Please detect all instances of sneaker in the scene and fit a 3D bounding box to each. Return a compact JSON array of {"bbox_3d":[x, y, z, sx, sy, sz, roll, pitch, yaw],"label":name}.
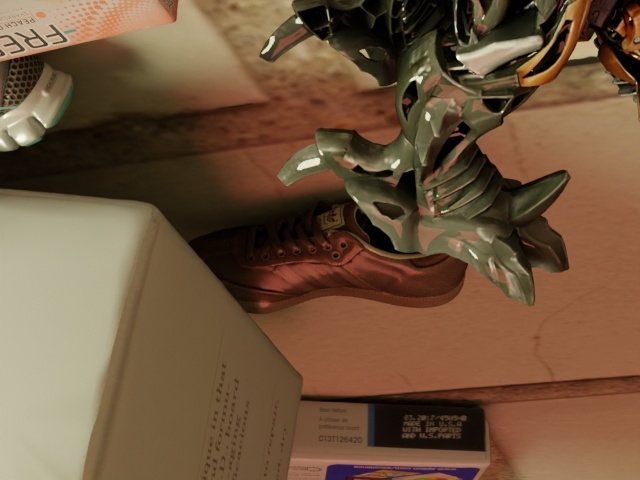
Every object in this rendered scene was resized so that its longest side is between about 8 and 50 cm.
[{"bbox_3d":[0.000,0.000,0.739,0.188,0.066,0.071,-1,134,-2],"label":"sneaker"},{"bbox_3d":[-0.209,-0.079,0.586,0.167,0.065,0.076,-13,134,20],"label":"sneaker"}]

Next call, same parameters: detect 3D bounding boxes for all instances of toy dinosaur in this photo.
[{"bbox_3d":[0.070,-0.120,0.430,0.322,0.164,0.218,22,137,-1],"label":"toy dinosaur"}]

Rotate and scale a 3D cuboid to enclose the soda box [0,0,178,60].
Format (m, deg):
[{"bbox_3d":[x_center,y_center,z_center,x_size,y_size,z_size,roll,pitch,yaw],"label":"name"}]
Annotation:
[{"bbox_3d":[-0.152,-0.114,0.496,0.183,0.058,0.063,-9,152,19],"label":"soda box"}]

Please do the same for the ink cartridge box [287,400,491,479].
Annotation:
[{"bbox_3d":[0.001,0.238,1.206,0.304,0.072,0.307,1,157,-2],"label":"ink cartridge box"}]

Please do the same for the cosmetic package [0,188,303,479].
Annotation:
[{"bbox_3d":[-0.223,0.175,0.696,0.330,0.327,0.393,6,162,13],"label":"cosmetic package"}]
